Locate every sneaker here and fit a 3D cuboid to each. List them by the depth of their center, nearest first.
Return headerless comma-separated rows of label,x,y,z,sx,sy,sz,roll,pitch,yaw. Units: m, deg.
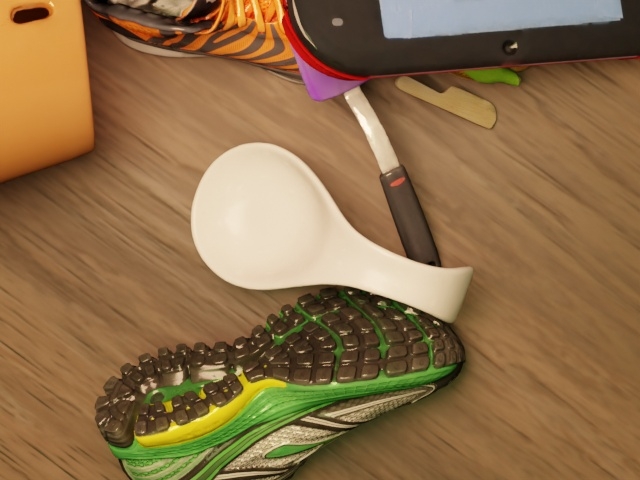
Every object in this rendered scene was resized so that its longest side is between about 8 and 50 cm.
sneaker,-0.062,-0.208,1.100,0.321,0.180,0.125,1,93,5
sneaker,-0.029,0.150,1.159,0.343,0.134,0.146,-16,127,-1

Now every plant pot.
plant pot,-0.313,-0.166,1.093,0.203,0.291,0.291,-6,92,-11

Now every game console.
game console,0.138,-0.318,1.070,0.386,0.060,0.342,-7,92,-18

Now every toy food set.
toy food set,0.153,-0.207,1.125,0.132,0.038,0.192,17,94,-27

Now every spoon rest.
spoon rest,0.000,0.000,1.129,0.276,0.084,0.137,21,95,19

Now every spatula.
spatula,0.053,-0.087,1.125,0.084,0.030,0.296,-27,110,-11
